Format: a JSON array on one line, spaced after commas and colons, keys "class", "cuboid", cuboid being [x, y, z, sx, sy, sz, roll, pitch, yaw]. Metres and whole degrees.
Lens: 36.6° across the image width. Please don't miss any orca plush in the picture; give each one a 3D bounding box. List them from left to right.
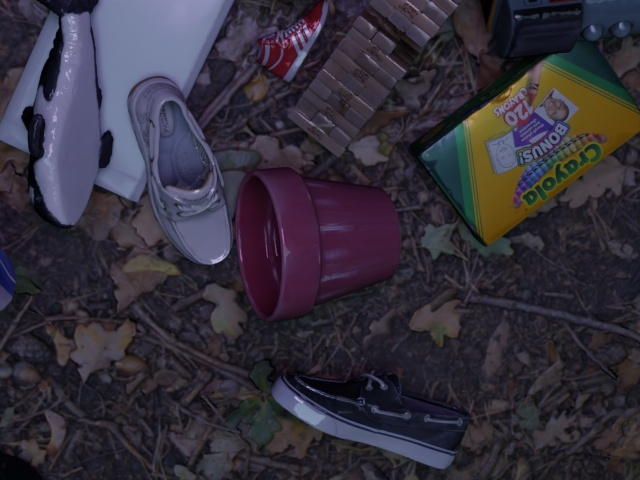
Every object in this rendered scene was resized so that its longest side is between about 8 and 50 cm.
[{"class": "orca plush", "cuboid": [-0.343, -0.163, 1.200, 0.102, 0.151, 0.287, 6, 110, 24]}]

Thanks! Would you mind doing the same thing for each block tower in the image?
[{"class": "block tower", "cuboid": [0.093, -0.263, 1.206, 0.091, 0.097, 0.335, 38, 119, -2]}]

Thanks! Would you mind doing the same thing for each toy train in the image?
[{"class": "toy train", "cuboid": [0.353, -0.337, 1.228, 0.334, 0.142, 0.190, -6, 71, -3]}]

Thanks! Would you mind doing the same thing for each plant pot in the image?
[{"class": "plant pot", "cuboid": [0.000, 0.000, 1.285, 0.180, 0.201, 0.201, -5, 105, -21]}]

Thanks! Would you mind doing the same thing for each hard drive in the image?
[{"class": "hard drive", "cuboid": [-0.266, -0.230, 1.263, 0.203, 0.040, 0.307, 25, 101, -12]}]

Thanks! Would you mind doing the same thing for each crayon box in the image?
[{"class": "crayon box", "cuboid": [0.282, -0.143, 1.328, 0.278, 0.081, 0.165, -38, 105, 3]}]

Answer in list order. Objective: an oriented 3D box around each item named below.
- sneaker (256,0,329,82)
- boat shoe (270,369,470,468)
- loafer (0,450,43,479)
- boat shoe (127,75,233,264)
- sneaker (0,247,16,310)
[{"class": "sneaker", "cuboid": [-0.040, -0.274, 1.277, 0.067, 0.042, 0.118, 27, 102, -16]}, {"class": "boat shoe", "cuboid": [0.078, 0.234, 1.389, 0.301, 0.108, 0.102, 22, 101, -14]}, {"class": "loafer", "cuboid": [-0.459, 0.338, 1.382, 0.170, 0.062, 0.061, 44, 118, -12]}, {"class": "boat shoe", "cuboid": [-0.175, -0.073, 1.261, 0.098, 0.096, 0.277, -27, 122, -13]}, {"class": "sneaker", "cuboid": [-0.522, 0.017, 1.209, 0.315, 0.182, 0.127, -7, 119, 15]}]
